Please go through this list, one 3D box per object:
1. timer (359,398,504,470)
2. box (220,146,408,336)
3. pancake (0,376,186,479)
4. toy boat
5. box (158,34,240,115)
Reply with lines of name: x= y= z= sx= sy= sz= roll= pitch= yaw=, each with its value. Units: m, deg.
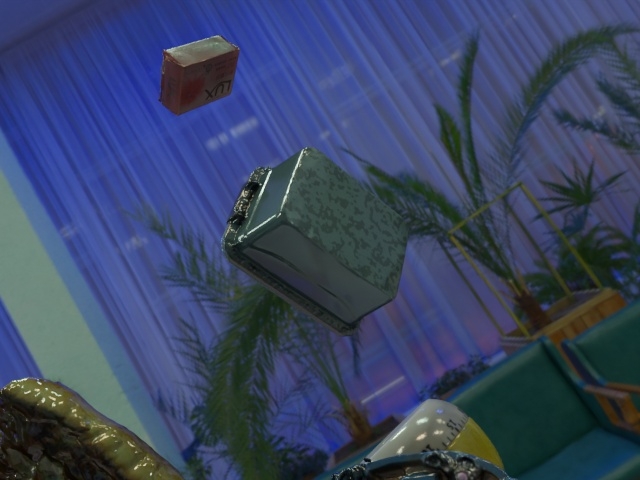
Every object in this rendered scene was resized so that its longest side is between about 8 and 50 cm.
timer: x=0.195 y=0.422 z=0.977 sx=0.285 sy=0.285 sz=0.285 roll=-31 pitch=-6 yaw=-4
box: x=0.000 y=0.000 z=0.783 sx=0.130 sy=0.227 sz=0.162 roll=-33 pitch=29 yaw=43
pancake: x=-0.203 y=0.339 z=0.620 sx=0.304 sy=0.427 sz=0.067 roll=-40 pitch=4 yaw=27
toy boat: x=0.094 y=0.268 z=0.632 sx=0.223 sy=0.100 sz=0.097 roll=-19 pitch=-23 yaw=19
box: x=-0.225 y=-0.307 z=1.140 sx=0.156 sy=0.060 sz=0.111 roll=-35 pitch=-23 yaw=-40
